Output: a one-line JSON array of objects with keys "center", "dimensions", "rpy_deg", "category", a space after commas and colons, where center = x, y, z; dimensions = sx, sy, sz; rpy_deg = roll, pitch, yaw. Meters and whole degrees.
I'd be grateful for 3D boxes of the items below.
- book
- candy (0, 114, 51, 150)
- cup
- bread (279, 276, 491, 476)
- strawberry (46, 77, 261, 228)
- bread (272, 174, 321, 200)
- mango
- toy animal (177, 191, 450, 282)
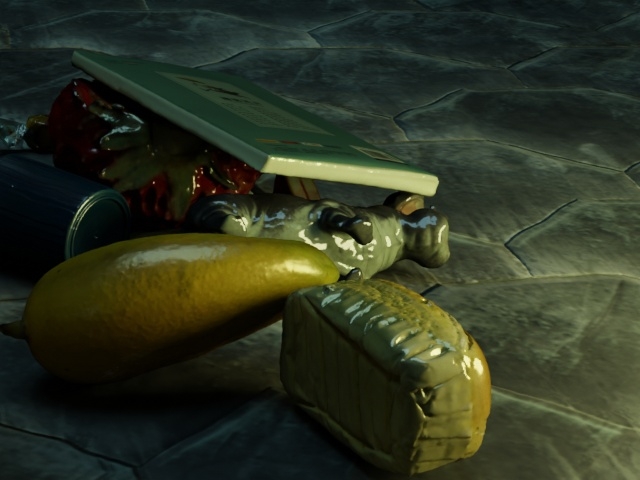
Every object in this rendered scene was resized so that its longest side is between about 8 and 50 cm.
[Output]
[{"center": [-0.079, -0.137, 2.070], "dimensions": [0.264, 0.031, 0.379], "rpy_deg": [6, 17, -43], "category": "book"}, {"center": [-0.339, -0.138, 2.350], "dimensions": [0.182, 0.046, 0.053], "rpy_deg": [-3, 17, -30], "category": "candy"}, {"center": [-0.275, -0.025, 1.958], "dimensions": [0.138, 0.113, 0.150], "rpy_deg": [18, 27, 31], "category": "cup"}, {"center": [0.057, 0.112, 1.600], "dimensions": [0.106, 0.140, 0.236], "rpy_deg": [-11, 23, -29], "category": "bread"}, {"center": [-0.207, -0.098, 2.135], "dimensions": [0.253, 0.150, 0.280], "rpy_deg": [13, 12, -27], "category": "strawberry"}, {"center": [-0.028, -0.036, 2.114], "dimensions": [0.043, 0.109, 0.062], "rpy_deg": [-8, -21, -40], "category": "bread"}, {"center": [-0.136, 0.056, 1.683], "dimensions": [0.317, 0.119, 0.176], "rpy_deg": [-11, -21, -6], "category": "mango"}, {"center": [0.014, 0.003, 1.946], "dimensions": [0.343, 0.106, 0.168], "rpy_deg": [-4, 13, -35], "category": "toy animal"}]
